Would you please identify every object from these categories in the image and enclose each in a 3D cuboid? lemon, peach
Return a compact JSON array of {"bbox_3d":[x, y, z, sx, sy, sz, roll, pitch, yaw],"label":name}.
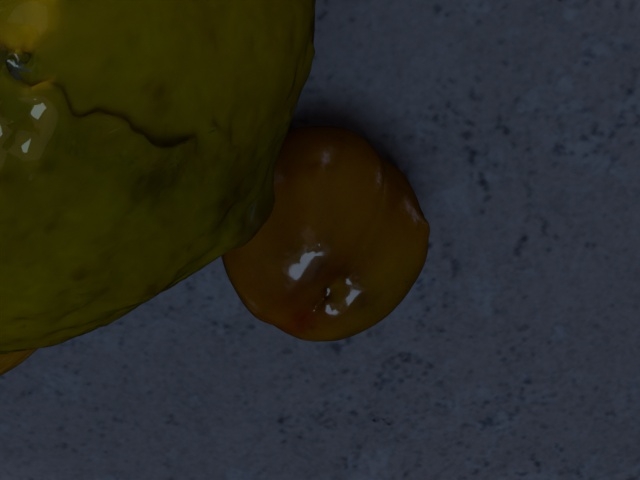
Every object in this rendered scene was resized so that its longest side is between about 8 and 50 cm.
[{"bbox_3d":[-0.186,-0.108,0.733,0.387,0.350,0.350,-22,125,37],"label":"lemon"},{"bbox_3d":[0.000,0.000,0.949,0.138,0.138,0.138,-1,125,-1],"label":"peach"}]

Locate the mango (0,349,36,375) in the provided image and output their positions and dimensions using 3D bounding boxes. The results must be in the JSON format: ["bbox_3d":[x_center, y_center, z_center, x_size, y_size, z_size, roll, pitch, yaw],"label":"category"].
[{"bbox_3d":[-0.331,0.027,0.945,0.359,0.144,0.187,-2,147,6],"label":"mango"}]
